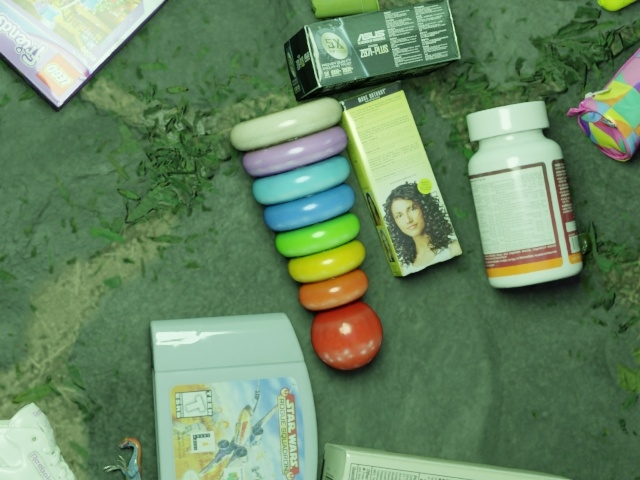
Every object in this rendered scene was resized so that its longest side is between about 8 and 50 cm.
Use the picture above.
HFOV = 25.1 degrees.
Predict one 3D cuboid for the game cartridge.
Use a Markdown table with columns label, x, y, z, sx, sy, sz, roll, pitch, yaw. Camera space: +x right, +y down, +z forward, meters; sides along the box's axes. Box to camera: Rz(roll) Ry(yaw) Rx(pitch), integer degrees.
| label | x | y | z | sx | sy | sz | roll | pitch | yaw |
| --- | --- | --- | --- | --- | --- | --- | --- | --- | --- |
| game cartridge | -0.104 | 0.239 | 1.759 | 0.198 | 0.062 | 0.297 | -4 | 89 | -7 |

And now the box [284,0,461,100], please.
| label | x | y | z | sx | sy | sz | roll | pitch | yaw |
| --- | --- | --- | --- | --- | --- | --- | --- | --- | --- |
| box | 0.059 | -0.231 | 1.753 | 0.180 | 0.147 | 0.077 | -13 | 92 | -11 |

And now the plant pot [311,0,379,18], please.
| label | x | y | z | sx | sy | sz | roll | pitch | yaw |
| --- | --- | --- | --- | --- | --- | --- | --- | --- | --- |
| plant pot | 0.026 | -0.310 | 1.788 | 0.079 | 0.083 | 0.083 | -15 | 92 | 1 |

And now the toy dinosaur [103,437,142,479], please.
| label | x | y | z | sx | sy | sz | roll | pitch | yaw |
| --- | --- | --- | --- | --- | --- | --- | --- | --- | --- |
| toy dinosaur | -0.231 | 0.285 | 1.750 | 0.090 | 0.047 | 0.082 | 36 | 71 | -42 |

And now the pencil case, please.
| label | x | y | z | sx | sy | sz | roll | pitch | yaw |
| --- | --- | --- | --- | --- | --- | --- | --- | --- | --- |
| pencil case | 0.434 | -0.209 | 1.855 | 0.236 | 0.104 | 0.104 | -43 | 97 | -10 |

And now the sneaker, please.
| label | x | y | z | sx | sy | sz | roll | pitch | yaw |
| --- | --- | --- | --- | --- | --- | --- | --- | --- | --- |
| sneaker | -0.330 | 0.284 | 1.679 | 0.305 | 0.114 | 0.152 | 32 | 84 | -9 |

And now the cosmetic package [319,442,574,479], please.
| label | x | y | z | sx | sy | sz | roll | pitch | yaw |
| --- | --- | --- | --- | --- | --- | --- | --- | --- | --- |
| cosmetic package | 0.148 | 0.343 | 1.768 | 0.296 | 0.129 | 0.153 | 11 | 85 | -10 |

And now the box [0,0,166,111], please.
| label | x | y | z | sx | sy | sz | roll | pitch | yaw |
| --- | --- | --- | --- | --- | --- | --- | --- | --- | --- |
| box | -0.351 | -0.327 | 1.718 | 0.293 | 0.057 | 0.201 | 44 | 81 | -7 |

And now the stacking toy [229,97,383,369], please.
| label | x | y | z | sx | sy | sz | roll | pitch | yaw |
| --- | --- | --- | --- | --- | --- | --- | --- | --- | --- |
| stacking toy | 0.000 | 0.000 | 1.749 | 0.141 | 0.141 | 0.330 | -18 | 96 | -11 |

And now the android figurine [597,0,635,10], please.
| label | x | y | z | sx | sy | sz | roll | pitch | yaw |
| --- | --- | --- | --- | --- | --- | --- | --- | --- | --- |
| android figurine | 0.350 | -0.419 | 1.864 | 0.273 | 0.056 | 0.248 | -26 | 94 | -12 |

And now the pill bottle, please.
| label | x | y | z | sx | sy | sz | roll | pitch | yaw |
| --- | --- | --- | --- | --- | --- | --- | --- | --- | --- |
| pill bottle | 0.251 | -0.057 | 1.801 | 0.121 | 0.121 | 0.221 | -11 | 90 | -11 |

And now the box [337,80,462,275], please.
| label | x | y | z | sx | sy | sz | roll | pitch | yaw |
| --- | --- | --- | --- | --- | --- | --- | --- | --- | --- |
| box | 0.095 | -0.077 | 1.802 | 0.087 | 0.058 | 0.232 | -22 | 93 | -11 |
